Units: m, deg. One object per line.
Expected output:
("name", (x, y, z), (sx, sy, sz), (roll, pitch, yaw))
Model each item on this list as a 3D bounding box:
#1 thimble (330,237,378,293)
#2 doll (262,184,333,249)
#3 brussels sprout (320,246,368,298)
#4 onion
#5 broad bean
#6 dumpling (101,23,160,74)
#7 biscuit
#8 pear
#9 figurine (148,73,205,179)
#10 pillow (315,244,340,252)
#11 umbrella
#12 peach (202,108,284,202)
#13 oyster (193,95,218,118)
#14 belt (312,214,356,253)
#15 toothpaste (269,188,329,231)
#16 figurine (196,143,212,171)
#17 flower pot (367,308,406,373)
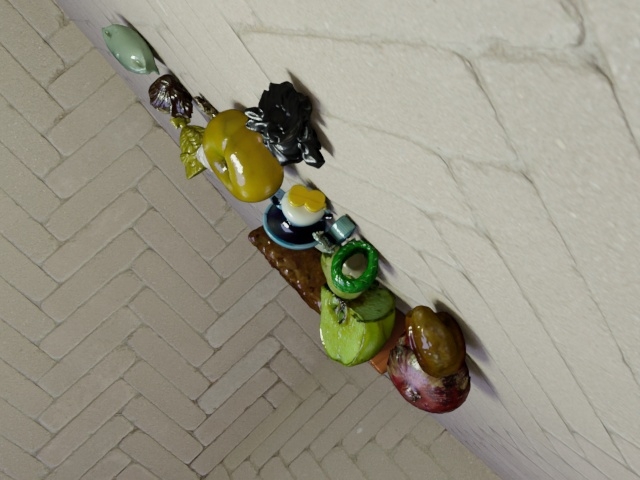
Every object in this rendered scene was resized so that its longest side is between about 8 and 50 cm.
("thimble", (0.085, 0.063, 1.642), (0.118, 0.130, 0.090), (7, 165, 5))
("doll", (-0.059, -0.061, 1.757), (0.177, 0.141, 0.314), (18, 161, -6))
("brussels sprout", (0.077, 0.082, 1.791), (0.183, 0.131, 0.145), (-156, 46, -72))
("onion", (0.284, 0.346, 1.763), (0.246, 0.190, 0.246), (39, 152, 26))
("broad bean", (0.265, 0.228, 1.533), (0.228, 0.122, 0.156), (66, -175, -50))
("dumpling", (-0.579, -0.574, 2.049), (0.217, 0.105, 0.149), (42, 165, 5))
("biscuit", (-0.063, 0.097, 2.423), (0.395, 0.166, 0.343), (49, 170, -23))
("pear", (0.114, 0.258, 1.903), (0.238, 0.164, 0.255), (37, 130, 50))
("figurine", (-0.435, -0.376, 2.137), (0.315, 0.187, 0.168), (57, 175, -7))
("pillow", (0.000, 0.000, 2.042), (0.229, 0.051, 0.128), (41, 168, 48))
("umbrella", (-0.057, -0.193, 1.230), (0.272, 0.122, 0.110), (66, -157, -77))
("peach", (-0.194, -0.212, 1.667), (0.251, 0.153, 0.251), (39, 149, 29))
("oyster", (-0.323, -0.378, 1.961), (0.132, 0.029, 0.086), (44, 178, -5))
("belt", (0.036, -0.009, 1.655), (0.065, 0.100, 0.179), (50, 175, 7))
("toothpaste", (-0.062, -0.076, 2.003), (0.272, 0.053, 0.066), (39, 165, 47))
("figurine", (-0.253, -0.237, 1.943), (0.276, 0.133, 0.200), (33, 153, 42))
("flower pot", (0.205, 0.310, 2.058), (0.190, 0.173, 0.190), (45, 170, 11))
